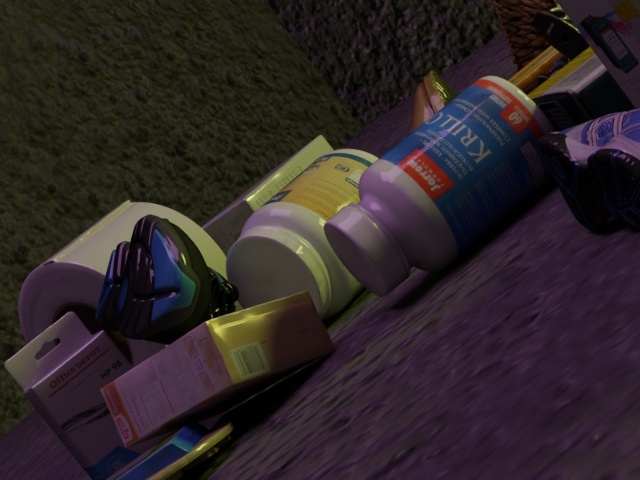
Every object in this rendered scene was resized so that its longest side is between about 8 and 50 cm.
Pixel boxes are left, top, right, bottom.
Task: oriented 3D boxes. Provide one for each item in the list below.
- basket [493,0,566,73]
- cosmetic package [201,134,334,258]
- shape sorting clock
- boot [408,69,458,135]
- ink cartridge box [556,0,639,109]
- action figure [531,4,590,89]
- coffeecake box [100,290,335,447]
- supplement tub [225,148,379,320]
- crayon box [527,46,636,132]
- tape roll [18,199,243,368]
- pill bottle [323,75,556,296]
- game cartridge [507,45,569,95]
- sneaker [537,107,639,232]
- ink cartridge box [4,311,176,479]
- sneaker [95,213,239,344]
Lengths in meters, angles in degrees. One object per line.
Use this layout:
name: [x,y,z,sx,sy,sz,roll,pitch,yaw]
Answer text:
basket: [0.443,-0.389,2.410,0.299,0.223,0.213,-39,39,-18]
cosmetic package: [-0.043,-0.019,2.130,0.183,0.151,0.151,-41,6,-39]
shape sorting clock: [-0.167,0.227,1.428,0.206,0.040,0.206,-36,-1,0]
boot: [0.070,-0.075,1.926,0.269,0.089,0.236,-36,26,18]
ink cartridge box: [0.277,-0.218,1.283,0.134,0.231,0.078,-39,6,-15]
action figure: [0.336,-0.255,1.749,0.285,0.099,0.185,-42,-30,-45]
coffeecake box: [-0.102,0.126,1.505,0.142,0.068,0.185,-15,-13,-46]
supplement tub: [0.000,0.000,1.708,0.144,0.144,0.199,-32,7,44]
crayon box: [0.353,-0.201,1.445,0.318,0.081,0.202,-38,6,-3]
tape roll: [-0.246,0.094,1.996,0.246,0.246,0.169,-33,8,43]
pill bottle: [0.115,-0.048,1.479,0.221,0.124,0.124,-40,6,-15]
game cartridge: [0.314,-0.234,2.069,0.285,0.053,0.324,-39,5,27]
sneaker: [0.227,-0.056,1.133,0.081,0.080,0.211,-32,14,-9]
ink cartridge box: [-0.249,0.173,1.679,0.104,0.180,0.060,-40,6,-20]
sneaker: [-0.141,0.050,1.588,0.341,0.139,0.125,178,107,-77]
